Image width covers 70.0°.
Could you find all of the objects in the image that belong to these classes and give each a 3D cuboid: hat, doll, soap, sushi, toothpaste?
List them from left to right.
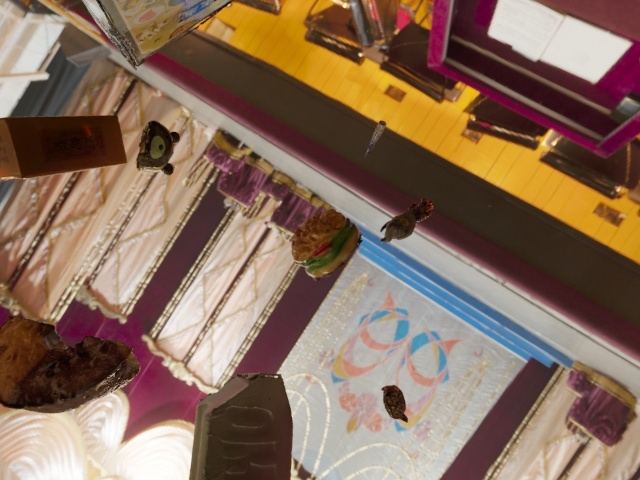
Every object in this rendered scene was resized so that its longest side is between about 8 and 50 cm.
[{"bbox_3d":[-0.260,-0.147,0.735,0.059,0.077,0.076,12,157,-35],"label":"hat"},{"bbox_3d":[-0.217,0.595,1.263,0.262,0.445,0.156,10,159,-22],"label":"soap"},{"bbox_3d":[0.099,-0.184,0.837,0.015,0.024,0.083,36,142,7],"label":"toothpaste"},{"bbox_3d":[0.198,0.436,1.230,0.055,0.052,0.120,-60,-44,-66],"label":"sushi"},{"bbox_3d":[0.252,-0.054,1.353,0.104,0.195,0.062,43,165,35],"label":"doll"}]

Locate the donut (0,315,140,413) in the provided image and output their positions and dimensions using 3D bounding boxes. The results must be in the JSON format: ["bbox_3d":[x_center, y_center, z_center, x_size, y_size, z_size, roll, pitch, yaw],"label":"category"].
[{"bbox_3d":[-0.464,0.244,0.816,0.295,0.151,0.112,6,144,21],"label":"donut"}]

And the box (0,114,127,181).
[{"bbox_3d":[-0.669,-0.185,0.965,0.416,0.115,0.264,0,-164,22],"label":"box"}]

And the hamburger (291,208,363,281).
[{"bbox_3d":[0.000,0.000,1.406,0.149,0.237,0.237,44,178,-15],"label":"hamburger"}]

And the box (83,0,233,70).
[{"bbox_3d":[-0.243,-0.507,0.789,0.138,0.373,0.420,51,173,-14],"label":"box"}]
